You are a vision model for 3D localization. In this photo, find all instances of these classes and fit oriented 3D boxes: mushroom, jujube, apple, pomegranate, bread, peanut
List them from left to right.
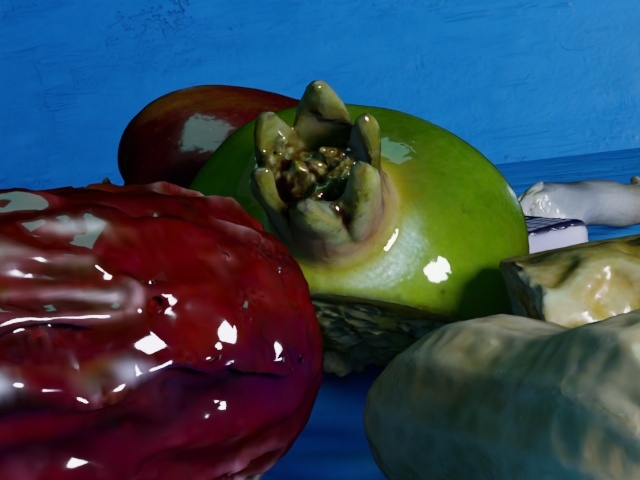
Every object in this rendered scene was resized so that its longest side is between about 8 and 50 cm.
[{"bbox_3d":[-0.185,0.081,0.608,0.376,0.258,0.258,-15,11,-33],"label":"jujube"},{"bbox_3d":[-0.088,-0.027,1.146,0.316,0.288,0.288,-1,6,-19],"label":"apple"},{"bbox_3d":[0.022,-0.023,0.840,0.309,0.216,0.358,7,-27,11],"label":"pomegranate"},{"bbox_3d":[0.128,0.102,0.578,0.130,0.130,0.290,-14,4,-31],"label":"peanut"},{"bbox_3d":[0.352,-0.043,1.396,0.278,0.099,0.096,-11,14,-39],"label":"mushroom"},{"bbox_3d":[0.269,0.052,0.720,0.267,0.130,0.152,-9,-8,-4],"label":"bread"}]

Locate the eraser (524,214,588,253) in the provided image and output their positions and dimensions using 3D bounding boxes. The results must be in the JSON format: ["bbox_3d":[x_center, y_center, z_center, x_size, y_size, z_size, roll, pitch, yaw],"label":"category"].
[{"bbox_3d":[0.173,0.020,1.180,0.130,0.086,0.287,-13,10,-25],"label":"eraser"}]
